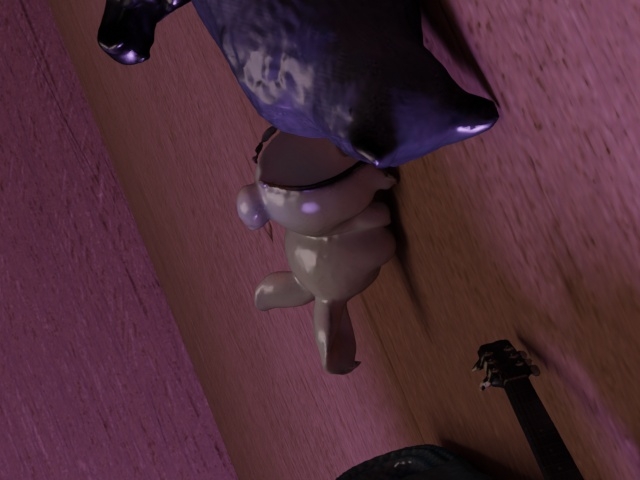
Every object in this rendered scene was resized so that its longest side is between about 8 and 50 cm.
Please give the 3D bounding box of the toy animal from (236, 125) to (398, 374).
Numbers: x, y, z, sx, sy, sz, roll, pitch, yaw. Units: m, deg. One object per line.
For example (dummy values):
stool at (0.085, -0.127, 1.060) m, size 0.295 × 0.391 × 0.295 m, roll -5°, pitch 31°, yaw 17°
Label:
toy animal at (0.005, -0.004, 0.798) m, size 0.071 × 0.085 × 0.124 m, roll 38°, pitch 158°, yaw 38°

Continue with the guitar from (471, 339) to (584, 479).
guitar at (0.094, 0.102, 0.556) m, size 0.233 × 0.088 × 0.025 m, roll -110°, pitch 5°, yaw -60°

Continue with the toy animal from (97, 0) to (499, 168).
toy animal at (-0.006, -0.111, 0.615) m, size 0.210 × 0.121 × 0.117 m, roll 37°, pitch 145°, yaw 44°

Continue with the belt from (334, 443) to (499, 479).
belt at (0.064, 0.155, 0.755) m, size 0.302 × 0.087 × 0.072 m, roll 165°, pitch 87°, yaw -80°
